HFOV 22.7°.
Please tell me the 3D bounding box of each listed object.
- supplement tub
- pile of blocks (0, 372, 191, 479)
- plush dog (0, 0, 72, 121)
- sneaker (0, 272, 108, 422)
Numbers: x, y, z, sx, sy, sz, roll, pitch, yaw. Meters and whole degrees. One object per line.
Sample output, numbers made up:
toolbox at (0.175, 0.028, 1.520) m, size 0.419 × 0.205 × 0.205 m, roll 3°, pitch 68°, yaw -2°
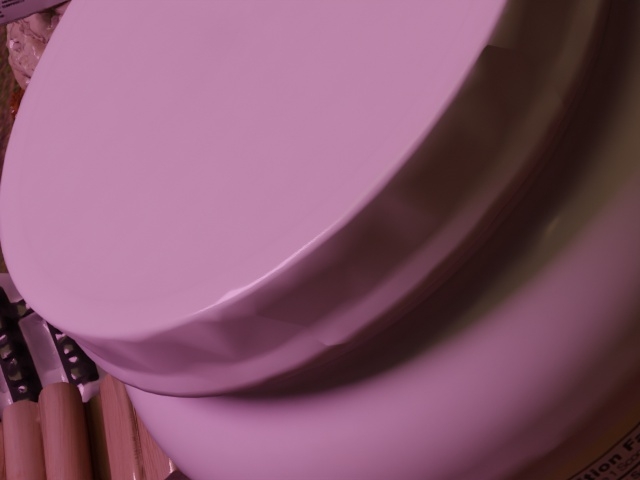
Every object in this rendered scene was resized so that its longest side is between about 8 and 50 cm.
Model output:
supplement tub at (0.080, 0.018, 0.537) m, size 0.235 × 0.325 × 0.235 m, roll -28°, pitch 43°, yaw 29°
pile of blocks at (-0.073, 0.130, 0.726) m, size 0.362 × 0.149 × 0.113 m, roll -21°, pitch 44°, yaw 5°
plush dog at (-0.148, -0.161, 1.067) m, size 0.262 × 0.210 × 0.225 m, roll -63°, pitch 12°, yaw -17°
sneaker at (-0.043, 0.028, 0.811) m, size 0.292 × 0.118 × 0.110 m, roll -22°, pitch 65°, yaw 7°
